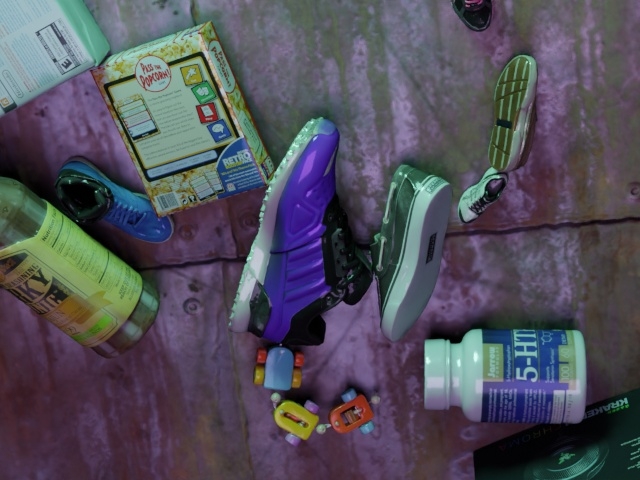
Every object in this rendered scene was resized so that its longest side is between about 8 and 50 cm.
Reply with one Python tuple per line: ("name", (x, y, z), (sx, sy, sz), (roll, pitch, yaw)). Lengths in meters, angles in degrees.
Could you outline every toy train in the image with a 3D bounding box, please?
("toy train", (-0.011, 0.180, 1.887), (0.125, 0.046, 0.166), (-34, 99, -6))

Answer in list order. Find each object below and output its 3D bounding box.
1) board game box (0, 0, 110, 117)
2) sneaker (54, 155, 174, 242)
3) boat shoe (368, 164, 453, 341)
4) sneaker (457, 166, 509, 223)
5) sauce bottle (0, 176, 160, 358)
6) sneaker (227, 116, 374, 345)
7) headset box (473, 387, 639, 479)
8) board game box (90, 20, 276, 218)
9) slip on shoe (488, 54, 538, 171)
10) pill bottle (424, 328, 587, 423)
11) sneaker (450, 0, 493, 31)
("board game box", (-0.424, -0.229, 1.719), (0.303, 0.097, 0.224), (-26, 107, 12))
("sneaker", (-0.242, -0.035, 1.790), (0.152, 0.084, 0.058), (37, 109, -11))
("boat shoe", (0.097, 0.014, 1.802), (0.070, 0.078, 0.219), (29, 122, 28))
("sneaker", (0.187, -0.051, 1.783), (0.032, 0.037, 0.083), (31, 112, -11))
("sauce bottle", (-0.339, 0.004, 1.758), (0.111, 0.111, 0.344), (-41, 119, 17))
("sneaker", (0.000, 0.000, 1.777), (0.146, 0.102, 0.293), (21, 120, 3))
("headset box", (0.315, 0.325, 1.794), (0.246, 0.283, 0.131), (-23, 109, 13))
("board game box", (-0.155, -0.135, 1.753), (0.147, 0.045, 0.193), (-15, 110, 20))
("slip on shoe", (0.226, -0.143, 1.743), (0.041, 0.051, 0.135), (-4, 108, -38))
("pill bottle", (0.216, 0.160, 1.825), (0.187, 0.112, 0.112), (0, 112, 3))
("sneaker", (0.160, -0.281, 1.682), (0.047, 0.057, 0.119), (-16, 111, 8))
